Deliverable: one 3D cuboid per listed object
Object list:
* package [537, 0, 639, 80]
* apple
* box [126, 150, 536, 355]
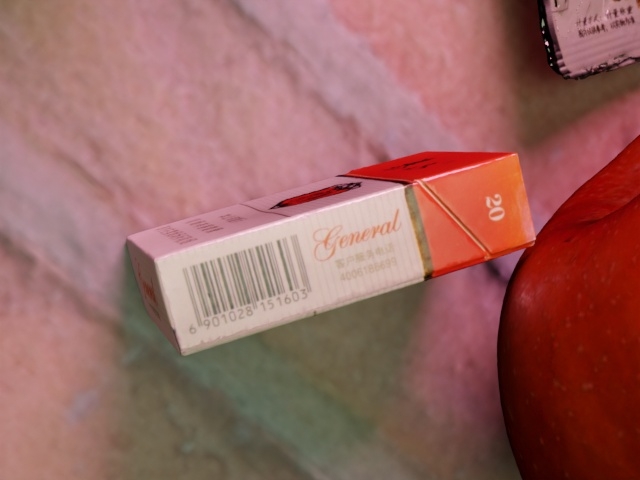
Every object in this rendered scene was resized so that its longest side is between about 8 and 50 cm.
[{"bbox_3d":[0.139,-0.203,0.541,0.154,0.030,0.239,-17,94,-24],"label":"package"},{"bbox_3d":[0.204,0.043,0.469,0.260,0.260,0.216,-42,91,-9],"label":"apple"},{"bbox_3d":[0.000,0.000,0.487,0.152,0.100,0.048,-19,102,-13],"label":"box"}]
